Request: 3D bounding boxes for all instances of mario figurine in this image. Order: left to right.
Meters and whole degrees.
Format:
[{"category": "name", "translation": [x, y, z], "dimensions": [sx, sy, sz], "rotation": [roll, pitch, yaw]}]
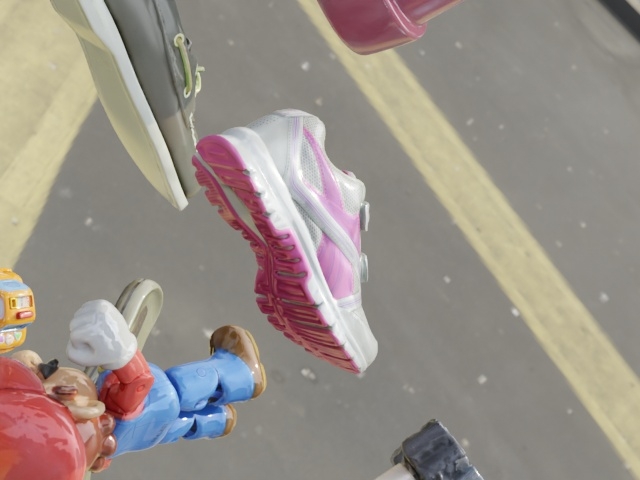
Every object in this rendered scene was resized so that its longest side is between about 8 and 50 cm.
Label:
[{"category": "mario figurine", "translation": [-0.209, 0.136, 1.015], "dimensions": [0.170, 0.198, 0.320], "rotation": [14, 11, 37]}]

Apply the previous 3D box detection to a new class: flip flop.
[{"category": "flip flop", "translation": [-0.222, 0.171, 1.206], "dimensions": [0.080, 0.112, 0.277], "rotation": [17, 58, 4]}]

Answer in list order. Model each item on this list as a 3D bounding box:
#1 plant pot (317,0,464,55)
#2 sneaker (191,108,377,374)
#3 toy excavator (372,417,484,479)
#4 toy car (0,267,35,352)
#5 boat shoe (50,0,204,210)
[{"category": "plant pot", "translation": [0.087, -0.269, 0.855], "dimensions": [0.201, 0.180, 0.201], "rotation": [-15, 90, -70]}, {"category": "sneaker", "translation": [0.000, 0.000, 0.876], "dimensions": [0.111, 0.103, 0.252], "rotation": [-39, 123, -27]}, {"category": "toy excavator", "translation": [0.157, 0.424, 1.079], "dimensions": [0.445, 0.222, 0.433], "rotation": [54, -8, 12]}, {"category": "toy car", "translation": [-0.224, 0.036, 0.662], "dimensions": [0.122, 0.040, 0.060], "rotation": [25, 68, -54]}, {"category": "boat shoe", "translation": [-0.149, -0.154, 0.918], "dimensions": [0.109, 0.091, 0.305], "rotation": [37, -24, 41]}]
